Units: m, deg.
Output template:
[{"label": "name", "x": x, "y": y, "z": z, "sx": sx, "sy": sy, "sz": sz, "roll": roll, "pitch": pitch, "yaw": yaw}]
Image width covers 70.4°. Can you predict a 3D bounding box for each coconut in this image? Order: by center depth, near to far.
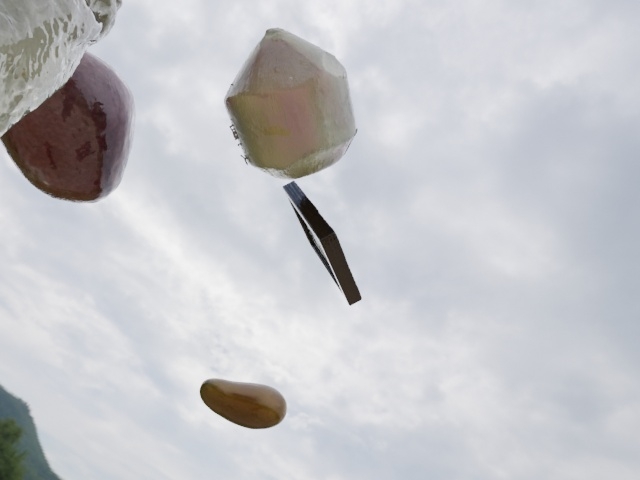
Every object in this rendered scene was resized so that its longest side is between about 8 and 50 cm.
[{"label": "coconut", "x": -0.043, "y": -0.178, "z": 0.593, "sx": 0.171, "sy": 0.171, "sz": 0.182, "roll": -6, "pitch": -65, "yaw": 33}]

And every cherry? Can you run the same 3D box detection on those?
[{"label": "cherry", "x": -0.413, "y": -0.203, "z": 0.738, "sx": 0.213, "sy": 0.236, "sz": 0.285, "roll": -1, "pitch": -86, "yaw": -9}]

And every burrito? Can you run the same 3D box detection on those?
[{"label": "burrito", "x": -0.245, "y": -0.168, "z": 0.371, "sx": 0.076, "sy": 0.391, "sz": 0.117, "roll": 14, "pitch": -49, "yaw": -11}]

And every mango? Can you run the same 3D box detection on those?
[{"label": "mango", "x": -0.154, "y": 0.322, "z": 0.897, "sx": 0.184, "sy": 0.084, "sz": 0.102, "roll": 21, "pitch": -38, "yaw": -21}]

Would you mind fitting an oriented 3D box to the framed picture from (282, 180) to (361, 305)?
[{"label": "framed picture", "x": 0.000, "y": 0.000, "z": 0.660, "sx": 0.023, "sy": 0.168, "sz": 0.127, "roll": -28, "pitch": -53, "yaw": -5}]
